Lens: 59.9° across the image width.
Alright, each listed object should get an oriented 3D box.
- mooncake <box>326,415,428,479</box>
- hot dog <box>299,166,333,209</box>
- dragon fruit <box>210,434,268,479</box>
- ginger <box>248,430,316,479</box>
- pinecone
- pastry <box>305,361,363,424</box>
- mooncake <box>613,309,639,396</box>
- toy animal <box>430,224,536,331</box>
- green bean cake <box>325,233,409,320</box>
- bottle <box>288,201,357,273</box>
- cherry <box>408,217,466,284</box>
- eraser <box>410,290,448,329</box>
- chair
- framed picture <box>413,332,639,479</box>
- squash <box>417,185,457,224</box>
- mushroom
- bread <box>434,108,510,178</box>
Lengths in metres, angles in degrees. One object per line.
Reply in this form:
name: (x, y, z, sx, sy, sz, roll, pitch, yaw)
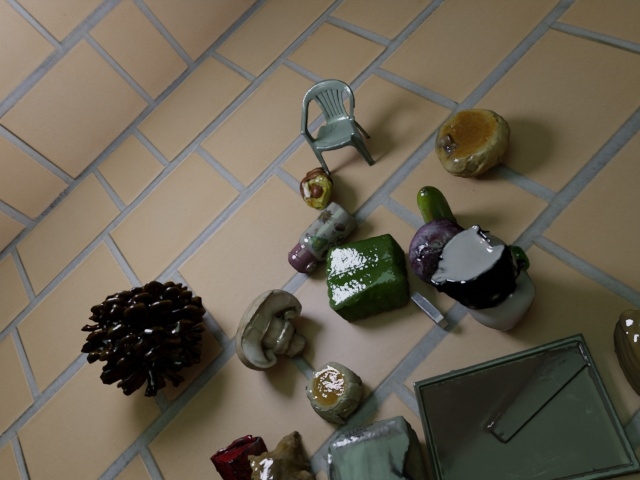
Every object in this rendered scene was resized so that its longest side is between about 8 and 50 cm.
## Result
mooncake: (0.137, 0.578, 1.350, 0.254, 0.136, 0.250, -16, 55, 15)
hot dog: (-0.022, -0.192, 1.932, 0.123, 0.093, 0.261, -47, 24, 9)
dragon fruit: (-0.223, 0.636, 1.572, 0.161, 0.120, 0.127, -20, 91, 49)
ginger: (-0.099, 0.628, 1.467, 0.218, 0.123, 0.270, 17, 58, 12)
pinecone: (-0.559, 0.320, 1.786, 0.397, 0.398, 0.398, -15, 54, 22)
pastry: (0.037, 0.422, 1.546, 0.165, 0.088, 0.166, -18, 52, 24)
mooncake: (0.837, 0.192, 1.130, 0.393, 0.246, 0.394, 24, 77, 33)
toy animal: (0.432, 0.098, 1.402, 0.212, 0.266, 0.213, -32, 40, 31)
green bean cake: (0.144, 0.108, 1.669, 0.248, 0.125, 0.222, -18, 54, 22)
bottle: (0.000, 0.000, 1.827, 0.253, 0.120, 0.120, -48, 49, -4)
cherry: (0.338, 0.031, 1.571, 0.195, 0.195, 0.195, -15, 54, 22)
eraser: (0.305, 0.195, 1.559, 0.029, 0.052, 0.122, -44, 48, -1)
chair: (0.056, -0.398, 1.953, 0.203, 0.275, 0.191, -8, 56, 23)
framed picture: (0.462, 0.433, 1.327, 0.446, 0.028, 0.326, -21, 51, 17)
squash: (0.337, -0.091, 1.641, 0.095, 0.188, 0.095, -14, 53, 19)
mushroom: (-0.156, 0.279, 1.713, 0.254, 0.195, 0.189, -62, 18, -13)
bread: (0.474, -0.294, 1.733, 0.244, 0.134, 0.245, -18, 52, 24)
